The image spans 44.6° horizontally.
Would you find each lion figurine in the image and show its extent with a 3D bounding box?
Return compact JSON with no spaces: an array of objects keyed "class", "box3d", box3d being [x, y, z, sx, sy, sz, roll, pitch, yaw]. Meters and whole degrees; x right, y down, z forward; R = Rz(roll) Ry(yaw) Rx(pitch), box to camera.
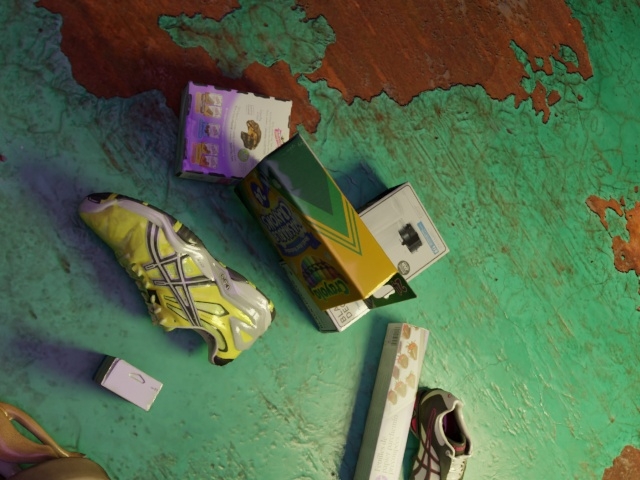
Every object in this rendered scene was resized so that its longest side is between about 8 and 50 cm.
[{"class":"lion figurine","box3d":[-0.574,0.343,1.166,0.392,0.142,0.240,-30,89,-37]}]

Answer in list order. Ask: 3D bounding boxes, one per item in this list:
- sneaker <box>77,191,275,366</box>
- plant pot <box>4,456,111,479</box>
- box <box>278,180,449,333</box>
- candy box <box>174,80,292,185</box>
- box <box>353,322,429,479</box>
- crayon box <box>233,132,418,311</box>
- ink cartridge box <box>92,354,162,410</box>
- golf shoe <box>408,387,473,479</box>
[{"class":"sneaker","box3d":[-0.253,0.065,1.315,0.385,0.145,0.147,39,70,-13]},{"class":"plant pot","box3d":[-0.362,0.483,1.115,0.263,0.229,0.263,-29,136,-33]},{"class":"box","box3d":[0.086,0.032,1.494,0.290,0.087,0.169,-33,97,-23]},{"class":"candy box","box3d":[-0.158,-0.186,1.424,0.196,0.070,0.165,7,81,-22]},{"class":"box","box3d":[0.136,0.319,1.495,0.063,0.067,0.324,18,76,-20]},{"class":"crayon box","box3d":[0.000,0.000,1.304,0.083,0.203,0.323,-38,93,-22]},{"class":"ink cartridge box","box3d":[-0.318,0.231,1.277,0.088,0.122,0.052,34,72,-16]},{"class":"golf shoe","box3d":[0.235,0.422,1.498,0.105,0.120,0.273,-8,88,-26]}]
